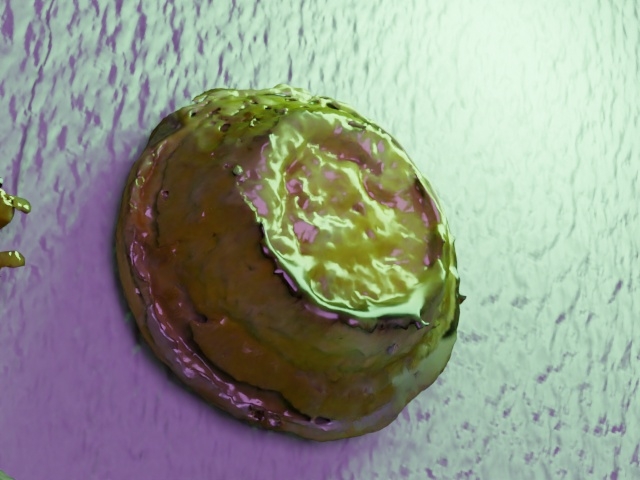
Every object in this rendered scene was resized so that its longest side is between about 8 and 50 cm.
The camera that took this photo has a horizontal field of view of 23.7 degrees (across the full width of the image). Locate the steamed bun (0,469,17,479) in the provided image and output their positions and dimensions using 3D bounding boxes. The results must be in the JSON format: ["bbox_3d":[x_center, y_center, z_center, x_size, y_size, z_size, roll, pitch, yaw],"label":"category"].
[{"bbox_3d":[-0.331,0.228,0.887,0.394,0.237,0.347,-27,98,-27],"label":"steamed bun"}]

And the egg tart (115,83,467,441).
[{"bbox_3d":[0.000,0.000,1.308,0.345,0.132,0.345,15,60,-27],"label":"egg tart"}]

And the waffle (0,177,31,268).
[{"bbox_3d":[-0.412,-0.043,1.091,0.382,0.095,0.380,49,51,-8],"label":"waffle"}]
